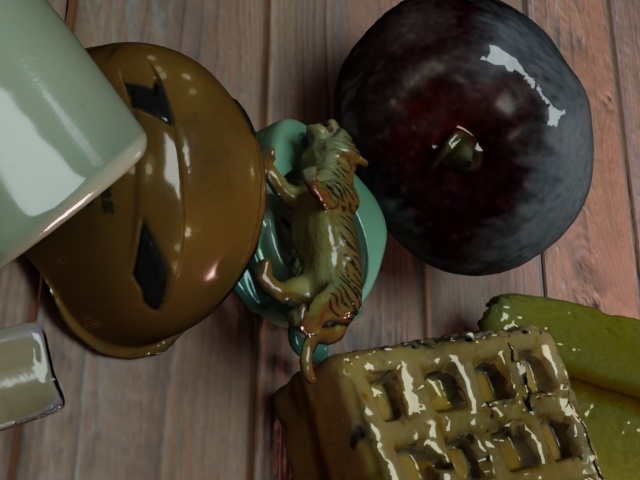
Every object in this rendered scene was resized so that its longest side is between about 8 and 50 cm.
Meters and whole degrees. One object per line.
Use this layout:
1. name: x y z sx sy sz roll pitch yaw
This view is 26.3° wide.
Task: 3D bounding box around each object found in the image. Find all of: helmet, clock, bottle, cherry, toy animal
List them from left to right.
1. bottle: -0.270 -0.130 0.723 0.352 0.229 0.229 56 37 -11
2. helmet: -0.113 -0.040 0.955 0.198 0.130 0.224 3 71 -49
3. clock: -0.020 0.003 1.110 0.148 0.060 0.189 48 40 -27
4. toy animal: 0.000 0.000 1.030 0.099 0.056 0.241 32 46 -47
5. cherry: 0.134 -0.102 1.231 0.255 0.218 0.296 52 25 -7

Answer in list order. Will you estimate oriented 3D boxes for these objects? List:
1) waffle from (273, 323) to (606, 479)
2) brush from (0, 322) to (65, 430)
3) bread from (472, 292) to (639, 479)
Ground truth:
1. waffle: 0.132 0.261 1.064 0.261 0.114 0.376 -5 69 -42
2. brush: -0.282 0.106 0.731 0.321 0.050 0.060 -13 85 -47
3. bread: 0.284 0.212 1.312 0.361 0.245 0.233 19 55 8
